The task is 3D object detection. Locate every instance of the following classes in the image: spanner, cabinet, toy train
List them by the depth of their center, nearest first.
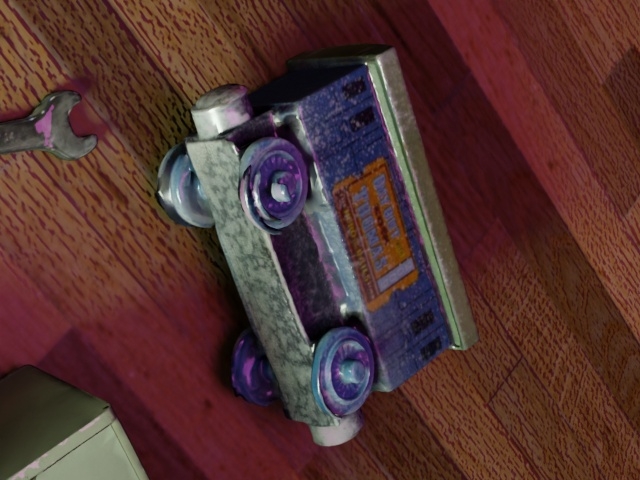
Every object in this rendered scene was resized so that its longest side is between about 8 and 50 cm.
[{"bbox_3d":[-0.268,-0.063,1.011,0.254,0.015,0.054,-14,105,-36],"label":"spanner"},{"bbox_3d":[-0.190,0.221,1.013,0.145,0.150,0.206,-35,115,-26],"label":"cabinet"},{"bbox_3d":[0.000,0.000,1.163,0.202,0.131,0.300,-34,115,-39],"label":"toy train"}]
